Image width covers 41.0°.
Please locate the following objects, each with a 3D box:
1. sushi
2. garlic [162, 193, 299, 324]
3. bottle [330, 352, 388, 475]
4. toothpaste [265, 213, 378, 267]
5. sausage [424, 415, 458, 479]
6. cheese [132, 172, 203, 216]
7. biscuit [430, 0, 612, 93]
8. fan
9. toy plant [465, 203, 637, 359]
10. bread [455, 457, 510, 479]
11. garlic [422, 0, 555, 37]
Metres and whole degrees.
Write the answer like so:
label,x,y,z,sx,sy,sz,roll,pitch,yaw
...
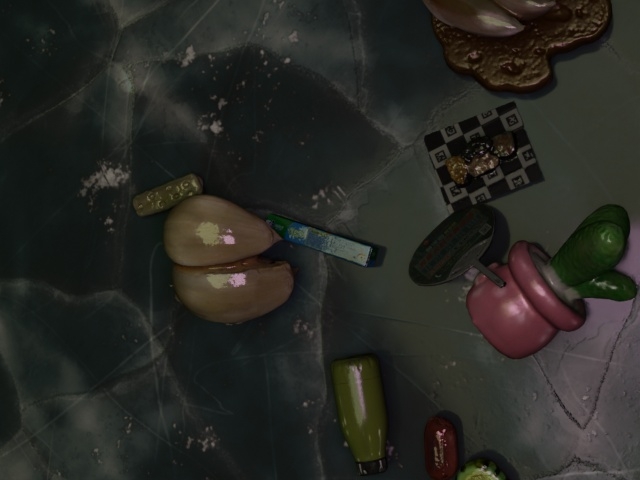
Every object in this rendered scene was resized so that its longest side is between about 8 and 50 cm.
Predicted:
label,x,y,z,sx,sy,sz,roll,pitch,yaw
sushi,0.339,-0.186,1.836,0.215,0.050,0.192,-21,72,18
garlic,-0.227,0.045,1.978,0.313,0.249,0.286,13,94,29
bottle,0.095,0.387,1.901,0.112,0.112,0.260,-11,85,20
toothpaste,0.000,0.000,1.969,0.266,0.065,0.050,18,95,20
sausage,0.262,0.451,1.857,0.076,0.076,0.141,-7,86,20
cheese,-0.377,-0.111,2.126,0.193,0.043,0.065,-18,82,19
biscuit,0.419,-0.490,1.817,0.381,0.074,0.359,18,95,18
fan,0.308,0.007,1.786,0.294,0.012,0.223,-3,49,52
toy plant,0.462,0.081,1.683,0.356,0.317,0.211,-35,84,24
bread,0.348,0.535,1.823,0.130,0.071,0.139,-40,78,19
garlic,0.352,-0.552,1.746,0.325,0.132,0.279,22,95,24
